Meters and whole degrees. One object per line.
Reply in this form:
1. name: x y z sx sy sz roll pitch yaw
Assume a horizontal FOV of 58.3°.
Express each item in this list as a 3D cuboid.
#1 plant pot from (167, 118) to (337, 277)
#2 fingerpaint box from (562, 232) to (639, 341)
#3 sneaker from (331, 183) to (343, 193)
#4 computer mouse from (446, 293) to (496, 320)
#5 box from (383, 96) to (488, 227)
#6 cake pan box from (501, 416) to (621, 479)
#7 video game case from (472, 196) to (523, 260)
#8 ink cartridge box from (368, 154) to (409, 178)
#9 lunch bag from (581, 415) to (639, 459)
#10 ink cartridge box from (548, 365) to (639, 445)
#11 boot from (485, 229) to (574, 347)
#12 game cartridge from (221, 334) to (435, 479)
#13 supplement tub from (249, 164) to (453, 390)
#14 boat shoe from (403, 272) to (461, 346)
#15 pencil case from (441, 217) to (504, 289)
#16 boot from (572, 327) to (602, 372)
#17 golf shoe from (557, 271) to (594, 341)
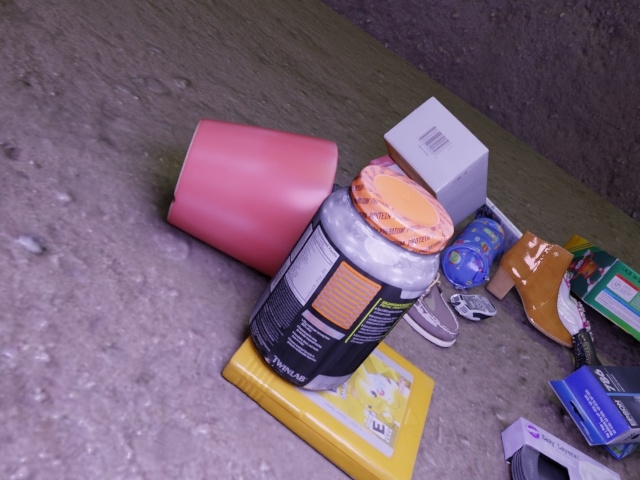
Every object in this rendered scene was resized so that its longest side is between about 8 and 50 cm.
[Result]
1. plant pot: -0.129 -0.087 1.035 0.243 0.275 0.275 18 34 -13
2. fingerpaint box: 0.982 0.194 1.799 0.444 0.163 0.371 36 13 -2
3. sneaker: 0.151 -0.064 1.412 0.299 0.121 0.111 30 30 -12
4. computer mouse: 0.346 0.166 1.385 0.192 0.042 0.106 9 35 -30
5. box: 0.321 -0.188 1.563 0.215 0.168 0.345 52 0 24
6. cake pan box: 0.452 0.479 1.035 0.266 0.070 0.246 32 28 -7
7. video game case: 0.531 -0.028 1.738 0.022 0.190 0.173 -32 64 -11
8. ink cartridge box: 0.197 -0.115 1.525 0.067 0.115 0.198 -22 61 -32
9. lunch bag: 0.693 0.419 1.351 0.128 0.096 0.151 3 29 -37
10. ink cartridge box: 0.681 0.361 1.276 0.332 0.065 0.165 5 40 -27
11. boot: 0.616 0.127 1.536 0.295 0.211 0.104 38 11 4
12. game cartridge: 0.032 0.228 0.955 0.323 0.053 0.285 38 30 1
13. supplement tub: 0.042 0.058 0.848 0.193 0.316 0.194 26 31 -17
14. boat shoe: 0.207 0.088 1.285 0.116 0.097 0.324 -2 48 -48
15. pencil case: 0.426 0.030 1.573 0.133 0.119 0.306 40 30 9
16. boot: 0.659 0.298 1.449 0.198 0.076 0.137 7 68 -59
17. golf shoe: 0.670 0.192 1.632 0.115 0.140 0.306 0 67 -64
